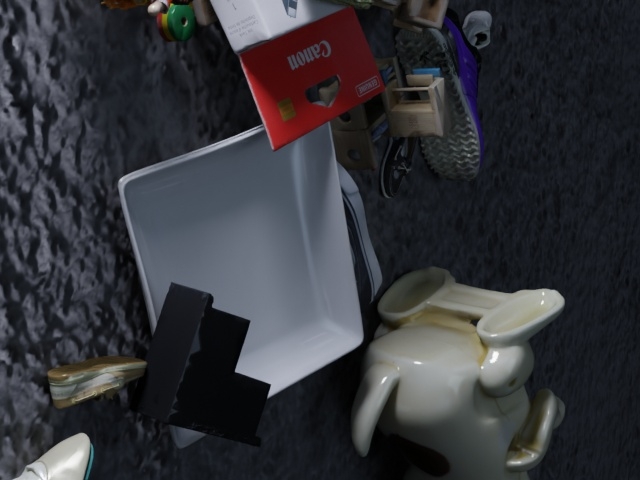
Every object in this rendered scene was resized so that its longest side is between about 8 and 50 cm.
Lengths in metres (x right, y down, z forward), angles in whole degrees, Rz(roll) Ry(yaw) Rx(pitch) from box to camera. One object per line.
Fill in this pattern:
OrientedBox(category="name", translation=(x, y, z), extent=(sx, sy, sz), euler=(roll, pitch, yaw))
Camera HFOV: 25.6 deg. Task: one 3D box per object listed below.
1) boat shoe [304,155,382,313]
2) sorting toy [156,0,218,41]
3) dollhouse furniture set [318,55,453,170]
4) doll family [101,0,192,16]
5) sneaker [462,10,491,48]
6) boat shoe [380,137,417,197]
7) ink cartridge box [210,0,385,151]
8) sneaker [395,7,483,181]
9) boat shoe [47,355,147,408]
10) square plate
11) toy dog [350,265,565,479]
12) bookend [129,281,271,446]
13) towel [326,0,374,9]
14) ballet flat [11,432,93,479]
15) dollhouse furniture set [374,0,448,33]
OrientedBox(category="boat shoe", translation=(0.000, 0.000, 1.925), extent=(0.102, 0.108, 0.301), euler=(-60, 145, -37))
OrientedBox(category="sorting toy", translation=(-0.134, -0.348, 1.728), extent=(0.274, 0.046, 0.132), euler=(-44, 128, -49))
OrientedBox(category="dollhouse furniture set", translation=(0.118, -0.183, 2.019), extent=(0.129, 0.183, 0.129), euler=(-45, 129, -48))
OrientedBox(category="doll family", translation=(-0.220, -0.349, 1.554), extent=(0.163, 0.118, 0.263), euler=(16, 60, -51))
OrientedBox(category="sneaker", translation=(0.263, -0.345, 2.365), extent=(0.152, 0.061, 0.054), euler=(-47, 129, -49))
OrientedBox(category="boat shoe", translation=(0.124, -0.125, 2.172), extent=(0.046, 0.038, 0.125), euler=(41, 58, -52))
OrientedBox(category="ink cartridge box", translation=(-0.012, -0.280, 1.764), extent=(0.296, 0.066, 0.261), euler=(-35, 104, -53))
OrientedBox(category="sneaker", translation=(0.218, -0.241, 2.258), extent=(0.146, 0.102, 0.293), euler=(-50, 132, -46))
OrientedBox(category="boat shoe", translation=(-0.250, 0.158, 1.575), extent=(0.135, 0.050, 0.045), euler=(-7, 101, -48))
OrientedBox(category="square plate", translation=(-0.096, 0.034, 1.758), extent=(0.344, 0.049, 0.347), euler=(-26, 115, -41))
OrientedBox(category="toy dog", translation=(0.218, 0.302, 2.131), extent=(0.395, 0.284, 0.408), euler=(-42, 128, -49))
OrientedBox(category="bookend", translation=(-0.124, 0.148, 1.659), extent=(0.156, 0.072, 0.157), euler=(22, 84, -44))
OrientedBox(category="towel", translation=(0.009, -0.342, 1.737), extent=(0.148, 0.027, 0.110), euler=(-1, 75, -52))
OrientedBox(category="ballet flat", translation=(-0.312, 0.305, 1.460), extent=(0.086, 0.086, 0.248), euler=(46, 54, -50))
OrientedBox(category="dollhouse furniture set", translation=(0.022, -0.485, 1.985), extent=(0.355, 0.174, 0.303), euler=(12, 95, -29))
